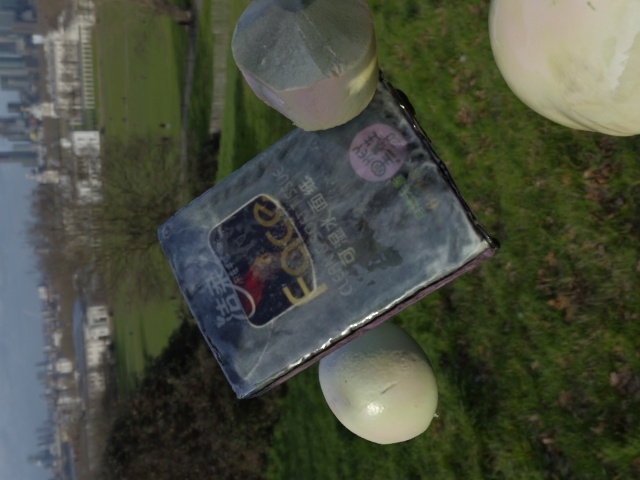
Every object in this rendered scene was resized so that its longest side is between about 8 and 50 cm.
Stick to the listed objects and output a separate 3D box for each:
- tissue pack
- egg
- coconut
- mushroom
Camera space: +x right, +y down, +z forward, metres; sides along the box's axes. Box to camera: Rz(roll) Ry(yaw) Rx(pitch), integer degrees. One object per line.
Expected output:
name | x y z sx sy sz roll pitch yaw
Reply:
tissue pack | 0.000 0.000 0.853 0.259 0.361 0.122 62 -164 17
egg | 0.089 0.272 1.343 0.271 0.162 0.206 38 130 26
coconut | -0.012 -0.200 0.725 0.152 0.147 0.147 60 -163 -69
mushroom | 0.276 -0.221 0.589 0.260 0.234 0.253 170 87 -69
